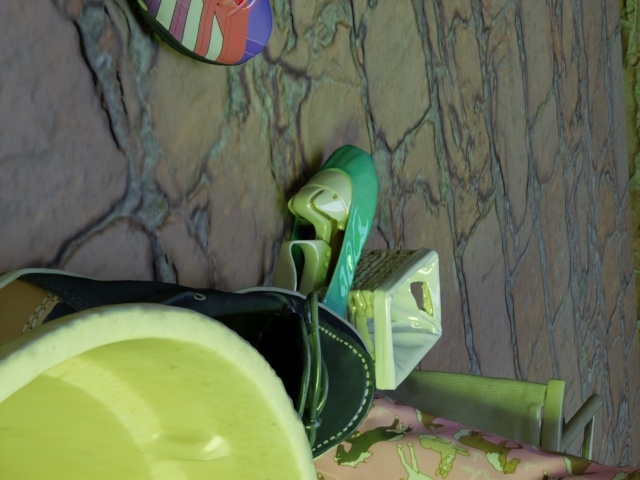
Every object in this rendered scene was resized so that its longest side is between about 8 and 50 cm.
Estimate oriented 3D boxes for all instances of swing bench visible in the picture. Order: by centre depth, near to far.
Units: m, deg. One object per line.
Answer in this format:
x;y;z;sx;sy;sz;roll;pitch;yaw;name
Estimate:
0.188;0.246;1.302;0.255;0.253;0.165;26;69;-62;swing bench

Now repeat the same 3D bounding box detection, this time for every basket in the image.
0.060;0.080;1.187;0.167;0.103;0.113;-33;123;-60;basket

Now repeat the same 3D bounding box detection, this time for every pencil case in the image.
0.137;0.256;1.058;0.167;0.386;0.160;-14;113;-61;pencil case

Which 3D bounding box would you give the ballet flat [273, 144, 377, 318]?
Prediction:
0.000;0.000;1.087;0.087;0.083;0.247;36;59;-50;ballet flat

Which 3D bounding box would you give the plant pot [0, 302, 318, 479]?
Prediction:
-0.202;0.179;0.423;0.334;0.306;0.333;-13;104;-63;plant pot

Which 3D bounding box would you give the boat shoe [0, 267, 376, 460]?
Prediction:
-0.067;0.121;0.832;0.500;0.156;0.186;20;82;-60;boat shoe

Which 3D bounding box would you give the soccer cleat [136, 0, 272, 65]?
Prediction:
-0.096;-0.232;0.815;0.318;0.116;0.108;47;51;-56;soccer cleat
